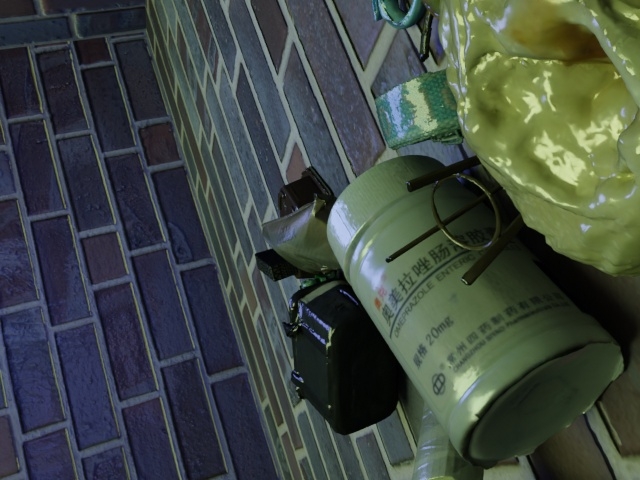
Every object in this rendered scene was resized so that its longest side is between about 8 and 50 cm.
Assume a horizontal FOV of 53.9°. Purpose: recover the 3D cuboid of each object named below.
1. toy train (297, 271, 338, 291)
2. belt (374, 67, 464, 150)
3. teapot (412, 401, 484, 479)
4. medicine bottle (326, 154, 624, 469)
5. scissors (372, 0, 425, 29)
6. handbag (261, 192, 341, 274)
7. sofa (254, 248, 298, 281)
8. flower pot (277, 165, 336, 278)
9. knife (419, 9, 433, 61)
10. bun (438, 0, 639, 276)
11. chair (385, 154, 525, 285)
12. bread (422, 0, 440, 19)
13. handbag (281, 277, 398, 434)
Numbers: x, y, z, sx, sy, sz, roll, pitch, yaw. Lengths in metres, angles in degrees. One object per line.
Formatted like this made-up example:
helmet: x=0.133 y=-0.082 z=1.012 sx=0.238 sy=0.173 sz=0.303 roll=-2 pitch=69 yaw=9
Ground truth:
toy train: x=0.011 y=0.153 z=1.323 sx=0.071 sy=0.105 sz=0.178 roll=-160 pitch=59 yaw=-73
belt: x=0.137 y=-0.145 z=0.697 sx=0.163 sy=0.148 sz=0.082 roll=-47 pitch=-57 yaw=-78
teapot: x=0.181 y=0.230 z=0.802 sx=0.107 sy=0.077 sz=0.200 roll=-38 pitch=20 yaw=38
medicine bottle: x=0.151 y=0.060 z=0.717 sx=0.332 sy=0.190 sz=0.190 roll=-123 pitch=26 yaw=-42
scissors: x=0.074 y=-0.432 z=0.729 sx=0.180 sy=0.032 sz=0.392 roll=46 pitch=155 yaw=32
handbag: x=0.000 y=0.000 z=1.178 sx=0.182 sy=0.117 sz=0.270 roll=43 pitch=155 yaw=-14
sofa: x=-0.096 y=0.050 z=1.362 sx=0.118 sy=0.060 sz=0.039 roll=28 pitch=135 yaw=63
flower pot: x=-0.037 y=-0.021 z=1.364 sx=0.179 sy=0.084 sz=0.250 roll=-124 pitch=27 yaw=-46
knife: x=0.143 y=-0.315 z=0.735 sx=0.045 sy=0.021 sz=0.222 roll=-129 pitch=35 yaw=-49
bun: x=0.197 y=-0.134 z=0.368 sx=0.349 sy=0.227 sz=0.352 roll=17 pitch=124 yaw=62
chair: x=0.170 y=-0.041 z=0.618 sx=0.095 sy=0.222 sz=0.104 roll=40 pitch=144 yaw=22
bread: x=0.158 y=-0.316 z=0.596 sx=0.236 sy=0.070 sz=0.236 roll=48 pitch=147 yaw=46
handbag: x=0.043 y=0.202 z=1.154 sx=0.181 sy=0.181 sz=0.254 roll=32 pitch=132 yaw=54
